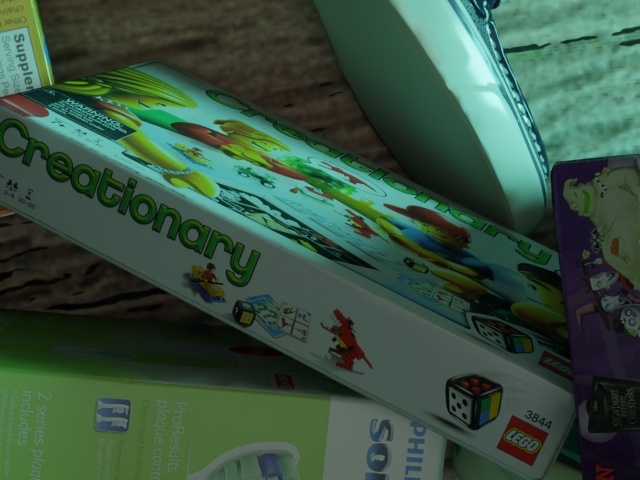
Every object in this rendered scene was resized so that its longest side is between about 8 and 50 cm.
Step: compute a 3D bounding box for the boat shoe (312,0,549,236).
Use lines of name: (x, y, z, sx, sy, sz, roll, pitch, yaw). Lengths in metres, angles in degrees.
boat shoe: (0.073, -0.173, 0.789, 0.158, 0.127, 0.340, -37, 108, -18)

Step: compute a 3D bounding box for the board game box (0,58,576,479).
board game box: (0.000, 0.000, 0.713, 0.305, 0.193, 0.053, 27, 109, 9)

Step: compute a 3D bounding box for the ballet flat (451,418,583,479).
ballet flat: (0.191, 0.169, 0.853, 0.248, 0.086, 0.086, 29, 91, -6)

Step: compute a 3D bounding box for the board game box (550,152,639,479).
board game box: (0.192, 0.057, 0.709, 0.056, 0.347, 0.208, -1, 93, 25)

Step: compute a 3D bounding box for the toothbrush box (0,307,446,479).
toothbrush box: (-0.092, 0.113, 0.747, 0.283, 0.206, 0.122, 7, 94, -6)

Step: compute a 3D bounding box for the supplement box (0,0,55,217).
supplement box: (-0.197, -0.129, 0.783, 0.080, 0.078, 0.233, -11, 96, -8)
